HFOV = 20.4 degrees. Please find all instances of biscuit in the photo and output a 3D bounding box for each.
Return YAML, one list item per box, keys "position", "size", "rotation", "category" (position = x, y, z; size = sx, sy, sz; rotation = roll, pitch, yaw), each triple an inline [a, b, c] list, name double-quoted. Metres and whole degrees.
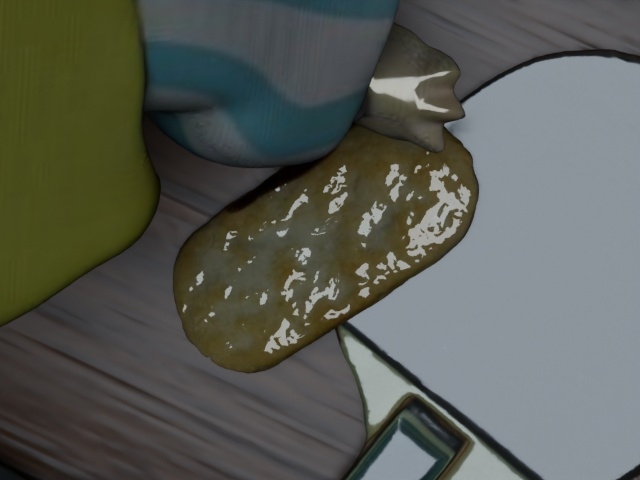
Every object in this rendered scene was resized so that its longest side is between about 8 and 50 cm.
- position: [0.000, 0.000, 0.754]
  size: [0.147, 0.018, 0.071]
  rotation: [-33, 79, 11]
  category: "biscuit"

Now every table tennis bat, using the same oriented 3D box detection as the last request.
- position: [0.071, 0.056, 0.762]
  size: [0.173, 0.022, 0.301]
  rotation: [39, 94, 2]
  category: "table tennis bat"

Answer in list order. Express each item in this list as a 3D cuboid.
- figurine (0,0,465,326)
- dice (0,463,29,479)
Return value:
- position: [-0.186, -0.151, 0.660]
  size: [0.378, 0.361, 0.266]
  rotation: [38, 124, 38]
  category: "figurine"
- position: [-0.201, 0.271, 0.638]
  size: [0.328, 0.330, 0.348]
  rotation: [38, 93, 0]
  category: "dice"
